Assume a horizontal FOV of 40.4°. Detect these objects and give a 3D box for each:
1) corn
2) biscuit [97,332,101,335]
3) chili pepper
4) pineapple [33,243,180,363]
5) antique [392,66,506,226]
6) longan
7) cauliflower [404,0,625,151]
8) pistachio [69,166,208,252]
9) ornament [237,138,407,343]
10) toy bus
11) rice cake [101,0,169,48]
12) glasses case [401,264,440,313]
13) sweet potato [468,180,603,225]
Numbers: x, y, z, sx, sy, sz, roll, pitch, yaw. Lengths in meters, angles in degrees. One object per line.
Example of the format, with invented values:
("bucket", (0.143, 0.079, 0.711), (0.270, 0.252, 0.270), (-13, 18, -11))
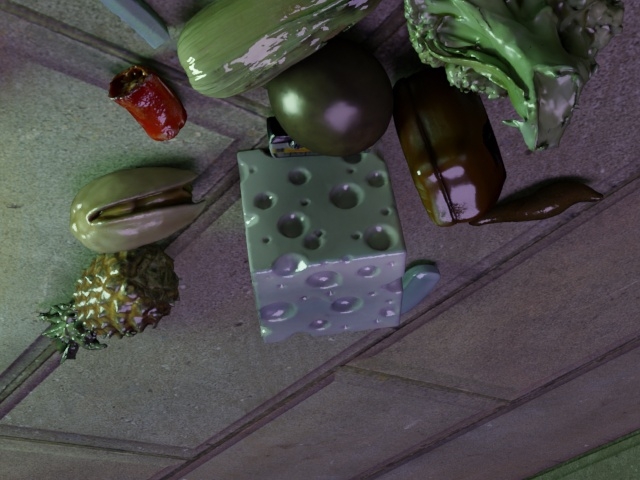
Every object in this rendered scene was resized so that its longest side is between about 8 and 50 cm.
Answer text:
("corn", (-0.047, -0.286, 1.087), (0.305, 0.123, 0.122), (-29, 141, 26))
("biscuit", (-0.461, 0.165, 1.771), (0.130, 0.019, 0.102), (-33, 140, 33))
("chili pepper", (-0.241, -0.193, 1.234), (0.070, 0.073, 0.123), (22, 162, 34))
("pineapple", (-0.406, 0.116, 1.605), (0.175, 0.175, 0.361), (21, 149, -39))
("antique", (0.185, -0.136, 1.256), (0.129, 0.278, 0.223), (-19, 116, 10))
("longan", (0.004, -0.202, 1.210), (0.204, 0.159, 0.185), (22, 166, 18))
("cauliflower", (0.257, -0.276, 1.057), (0.327, 0.281, 0.260), (3, 118, -34))
("pistachio", (-0.294, -0.054, 1.387), (0.223, 0.126, 0.152), (-17, -179, 2))
("ornament", (0.000, 0.000, 1.437), (0.240, 0.240, 0.239), (-7, 146, -3))
("toy bus", (0.002, -0.164, 1.353), (0.172, 0.057, 0.072), (-5, 156, -8))
("rice cake", (-0.258, -0.303, 1.088), (0.042, 0.030, 0.180), (-29, 143, 18))
("glasses case", (0.187, 0.106, 1.828), (0.067, 0.045, 0.178), (7, 143, -25))
("sweet potato", (0.394, -0.065, 1.607), (0.249, 0.059, 0.069), (-16, -176, 13))
